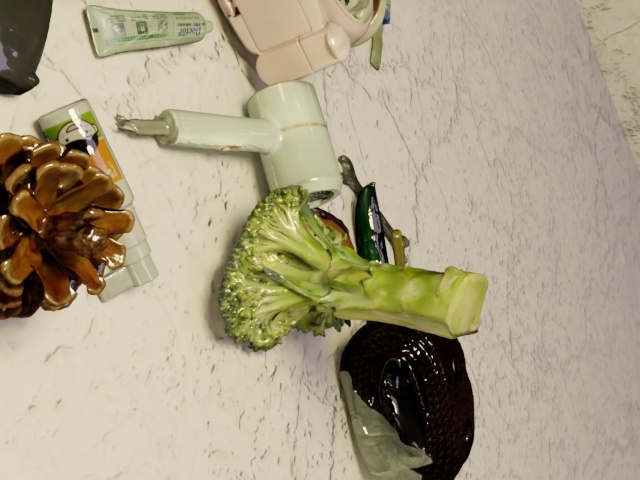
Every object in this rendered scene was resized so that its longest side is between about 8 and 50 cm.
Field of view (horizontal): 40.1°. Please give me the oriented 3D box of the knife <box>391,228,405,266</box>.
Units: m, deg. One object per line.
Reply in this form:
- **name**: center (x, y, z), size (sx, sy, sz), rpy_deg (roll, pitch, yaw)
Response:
- **knife**: center (0.142, 0.150, 1.498), size (0.061, 0.027, 0.343), rpy_deg (-66, 150, -70)

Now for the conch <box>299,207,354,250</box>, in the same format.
- **conch**: center (0.006, 0.000, 1.346), size (0.086, 0.080, 0.233), rpy_deg (-23, 99, -68)

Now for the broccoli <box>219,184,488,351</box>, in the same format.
- **broccoli**: center (0.026, 0.057, 1.122), size (0.252, 0.361, 0.221), rpy_deg (30, 72, -27)

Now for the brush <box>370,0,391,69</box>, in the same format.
- **brush**: center (0.119, -0.410, 1.692), size (0.033, 0.030, 0.179), rpy_deg (45, 45, -53)

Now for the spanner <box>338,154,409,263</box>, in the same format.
- **spanner**: center (0.096, -0.052, 1.555), size (0.254, 0.015, 0.054), rpy_deg (52, 43, -33)

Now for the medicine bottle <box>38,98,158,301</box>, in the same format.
- **medicine bottle**: center (-0.258, -0.043, 0.996), size (0.092, 0.061, 0.221), rpy_deg (-32, 108, -29)

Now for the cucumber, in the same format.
- **cucumber**: center (0.091, 0.042, 1.487), size (0.056, 0.056, 0.284), rpy_deg (1, 82, -56)

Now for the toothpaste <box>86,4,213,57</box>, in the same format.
- **toothpaste**: center (-0.217, -0.277, 1.146), size (0.218, 0.041, 0.064), rpy_deg (-21, 103, -53)

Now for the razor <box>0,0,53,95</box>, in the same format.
- **razor**: center (-0.335, -0.232, 0.938), size (0.090, 0.054, 0.148), rpy_deg (27, 57, -45)

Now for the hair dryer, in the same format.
- **hair dryer**: center (-0.126, -0.133, 1.190), size (0.357, 0.107, 0.173), rpy_deg (-2, 69, -44)

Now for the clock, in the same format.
- **clock**: center (-0.033, -0.429, 1.346), size (0.342, 0.184, 0.326), rpy_deg (68, 30, -24)

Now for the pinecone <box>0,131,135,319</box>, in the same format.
- **pinecone**: center (-0.274, -0.015, 0.820), size (0.185, 0.212, 0.169), rpy_deg (4, 76, -45)

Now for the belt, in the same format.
- **belt**: center (0.136, 0.253, 1.363), size (0.164, 0.184, 0.289), rpy_deg (-18, 94, -65)
